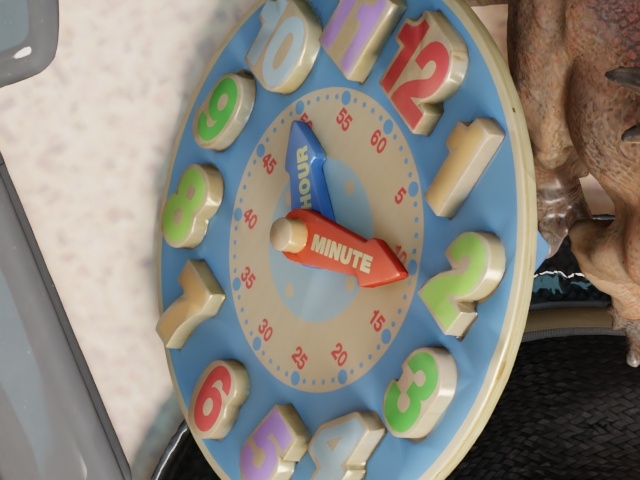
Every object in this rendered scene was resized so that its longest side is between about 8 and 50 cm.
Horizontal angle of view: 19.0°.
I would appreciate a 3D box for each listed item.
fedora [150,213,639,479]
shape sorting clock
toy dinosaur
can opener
[{"bbox_3d":[0.088,0.153,0.734,0.334,0.152,0.334,-1,101,-3],"label":"fedora"},{"bbox_3d":[0.000,0.000,0.686,0.040,0.206,0.206,11,102,-41],"label":"shape sorting clock"},{"bbox_3d":[0.117,-0.057,0.640,0.127,0.200,0.296,-37,57,-4],"label":"toy dinosaur"},{"bbox_3d":[-0.123,-0.017,0.728,0.093,0.074,0.280,-16,101,-1],"label":"can opener"}]
